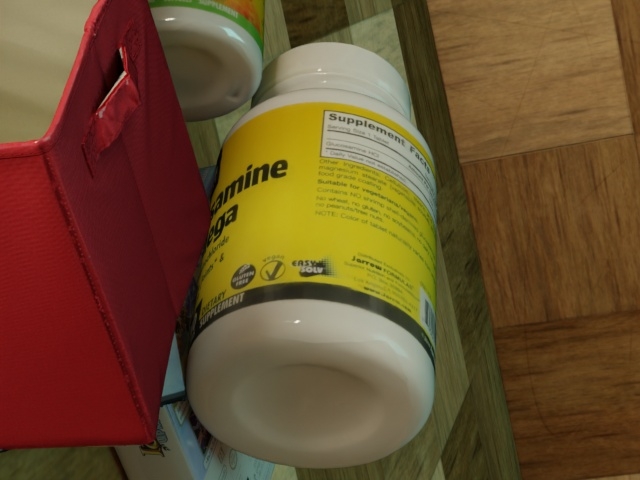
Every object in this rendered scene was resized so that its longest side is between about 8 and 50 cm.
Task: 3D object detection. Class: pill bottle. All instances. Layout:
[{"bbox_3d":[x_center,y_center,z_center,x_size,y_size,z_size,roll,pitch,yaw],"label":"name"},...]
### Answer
[{"bbox_3d":[-0.114,-0.236,1.199,0.136,0.136,0.245,57,28,-55],"label":"pill bottle"},{"bbox_3d":[0.000,0.000,1.147,0.188,0.188,0.334,65,22,-44],"label":"pill bottle"}]

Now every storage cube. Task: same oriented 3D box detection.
[{"bbox_3d":[-0.180,-0.021,0.728,0.183,0.215,0.193,-81,163,-49],"label":"storage cube"}]

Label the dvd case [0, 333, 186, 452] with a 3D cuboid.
[{"bbox_3d":[-0.176,0.001,0.942,0.180,0.022,0.253,-10,91,-53],"label":"dvd case"}]

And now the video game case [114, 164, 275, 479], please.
[{"bbox_3d":[-0.102,0.106,1.179,0.269,0.061,0.244,-72,148,-58],"label":"video game case"}]
